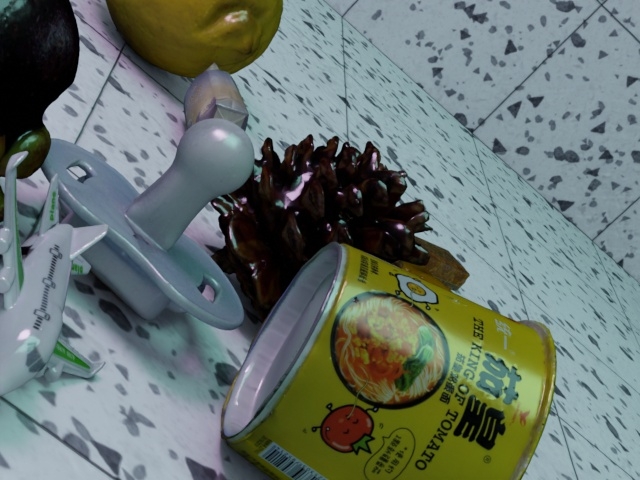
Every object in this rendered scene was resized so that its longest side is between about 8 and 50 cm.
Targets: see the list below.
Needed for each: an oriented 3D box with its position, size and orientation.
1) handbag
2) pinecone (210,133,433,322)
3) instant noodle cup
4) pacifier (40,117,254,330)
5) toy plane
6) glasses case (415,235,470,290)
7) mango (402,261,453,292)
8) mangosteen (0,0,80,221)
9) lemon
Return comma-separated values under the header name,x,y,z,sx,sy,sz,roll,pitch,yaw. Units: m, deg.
name,x,y,z,sx,sy,sz,roll,pitch,yaw
handbag,-0.155,-0.186,1.981,0.095,0.117,0.173,16,26,-20
pinecone,0.005,-0.002,1.700,0.242,0.296,0.298,-28,-102,68
instant noodle cup,0.060,0.168,1.410,0.254,0.325,0.325,31,21,-11
pacifier,-0.165,-0.043,1.460,0.299,0.233,0.244,44,15,-7
toy plane,-0.272,0.056,1.207,0.255,0.101,0.251,-75,156,-53
glasses case,0.180,0.033,2.342,0.218,0.049,0.075,22,22,-51
mango,0.136,0.103,1.942,0.151,0.156,0.248,-5,39,-19
mangosteen,-0.364,-0.159,1.312,0.275,0.275,0.302,-25,104,-71
lemon,-0.201,-0.402,2.096,0.297,0.297,0.297,40,19,-16
